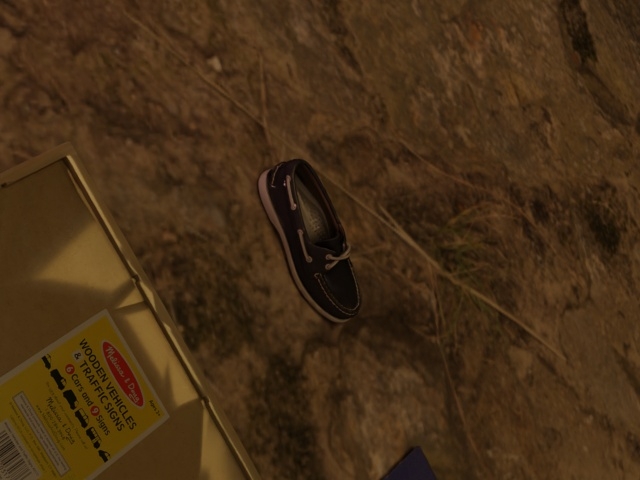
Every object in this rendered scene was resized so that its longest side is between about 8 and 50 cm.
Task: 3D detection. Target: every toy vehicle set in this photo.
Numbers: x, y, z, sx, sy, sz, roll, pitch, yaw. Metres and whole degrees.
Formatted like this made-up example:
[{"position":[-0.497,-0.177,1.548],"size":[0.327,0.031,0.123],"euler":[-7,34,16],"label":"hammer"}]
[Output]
[{"position":[-0.144,0.096,0.568],"size":[0.166,0.035,0.267],"euler":[-35,101,-43],"label":"toy vehicle set"}]

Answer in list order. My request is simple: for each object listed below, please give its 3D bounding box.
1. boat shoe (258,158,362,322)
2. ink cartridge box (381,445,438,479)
[{"position":[0.000,0.000,0.729],"size":[0.046,0.038,0.125],"euler":[-28,96,-44],"label":"boat shoe"},{"position":[0.071,0.343,0.664],"size":[0.303,0.072,0.307],"euler":[-35,102,-43],"label":"ink cartridge box"}]
